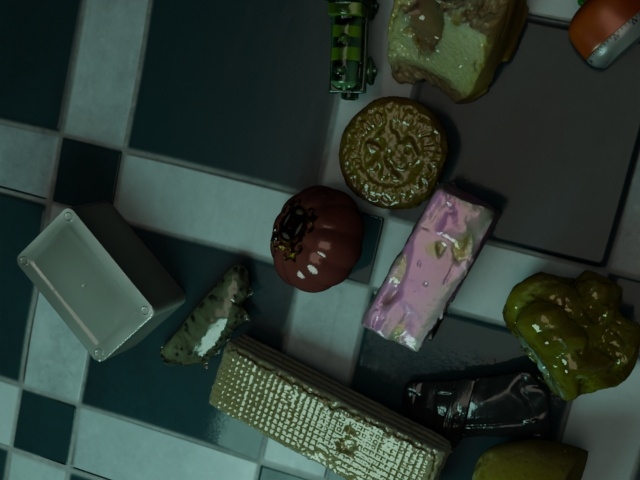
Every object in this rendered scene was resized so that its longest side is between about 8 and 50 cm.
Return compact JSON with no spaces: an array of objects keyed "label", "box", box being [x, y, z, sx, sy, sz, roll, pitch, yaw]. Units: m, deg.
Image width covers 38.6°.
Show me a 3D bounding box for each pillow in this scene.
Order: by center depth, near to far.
[{"label":"pillow","box":[-0.192,0.152,1.638,0.093,0.051,0.241,44,104,11]}]

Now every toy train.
[{"label":"toy train","box":[0.045,-0.329,1.474,0.083,0.132,0.200,1,95,15]}]

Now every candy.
[{"label":"candy","box":[0.182,0.041,1.473,0.115,0.155,0.265,31,103,12]}]

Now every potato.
[{"label":"potato","box":[0.326,0.398,1.484,0.158,0.178,0.203,27,142,25]}]

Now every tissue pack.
[{"label":"tissue pack","box":[-0.391,0.069,1.637,0.159,0.136,0.246,-40,85,15]}]

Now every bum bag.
[{"label":"bum bag","box":[0.259,0.282,1.533,0.248,0.060,0.123,-9,96,17]}]

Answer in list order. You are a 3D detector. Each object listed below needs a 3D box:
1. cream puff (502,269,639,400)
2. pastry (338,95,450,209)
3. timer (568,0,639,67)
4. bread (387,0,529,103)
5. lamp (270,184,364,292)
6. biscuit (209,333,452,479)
[{"label":"cream puff","box":[0.399,0.135,1.424,0.194,0.195,0.221,-37,91,16]},{"label":"pastry","box":[0.121,-0.141,1.492,0.188,0.103,0.189,2,98,15]},{"label":"timer","box":[0.436,-0.341,1.391,0.136,0.099,0.136,-2,83,13]},{"label":"bread","box":[0.228,-0.360,1.441,0.183,0.224,0.211,29,69,16]},{"label":"lamp","box":[0.000,0.000,1.521,0.182,0.140,0.182,-27,52,41]},{"label":"biscuit","box":[0.010,0.314,1.567,0.426,0.078,0.144,24,110,18]}]
